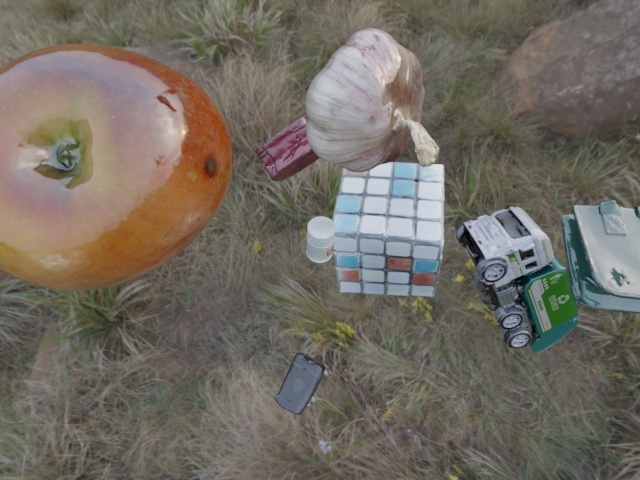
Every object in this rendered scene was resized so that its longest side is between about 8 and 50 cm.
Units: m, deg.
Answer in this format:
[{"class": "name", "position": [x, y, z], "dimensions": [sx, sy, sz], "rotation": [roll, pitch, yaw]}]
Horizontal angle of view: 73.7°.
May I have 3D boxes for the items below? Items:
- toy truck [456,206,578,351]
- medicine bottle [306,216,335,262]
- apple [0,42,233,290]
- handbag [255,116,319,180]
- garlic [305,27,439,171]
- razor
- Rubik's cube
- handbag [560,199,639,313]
[{"class": "toy truck", "position": [0.305, 0.067, 0.658], "dimensions": [0.124, 0.253, 0.114], "rotation": [-25, 33, 11]}, {"class": "medicine bottle", "position": [0.000, 0.000, 0.853], "dimensions": [0.057, 0.089, 0.057], "rotation": [1, 54, -2]}, {"class": "apple", "position": [-0.216, -0.070, 0.422], "dimensions": [0.254, 0.253, 0.253], "rotation": [-2, 67, 5]}, {"class": "handbag", "position": [-0.092, -0.299, 1.394], "dimensions": [0.225, 0.146, 0.135], "rotation": [-29, 89, 27]}, {"class": "garlic", "position": [0.112, -0.211, 0.745], "dimensions": [0.245, 0.245, 0.253], "rotation": [-37, 55, -10]}, {"class": "razor", "position": [-0.053, 0.376, 1.119], "dimensions": [0.090, 0.054, 0.147], "rotation": [25, 82, 18]}, {"class": "Rubik's cube", "position": [0.172, -0.027, 1.082], "dimensions": [0.259, 0.253, 0.256], "rotation": [2, 54, 10]}, {"class": "handbag", "position": [0.703, 0.036, 0.906], "dimensions": [0.327, 0.089, 0.238], "rotation": [4, 62, 2]}]
